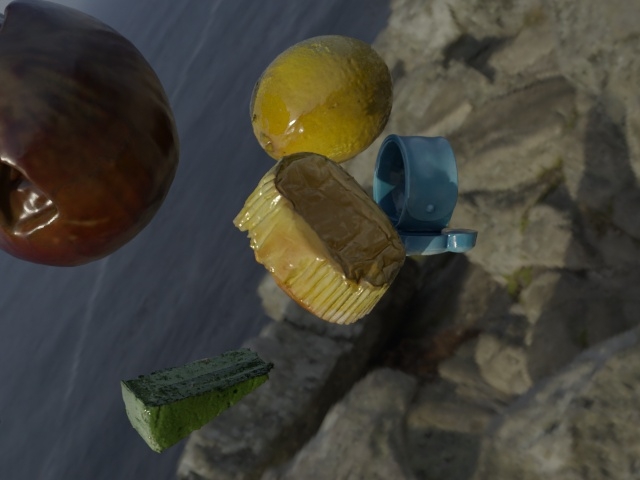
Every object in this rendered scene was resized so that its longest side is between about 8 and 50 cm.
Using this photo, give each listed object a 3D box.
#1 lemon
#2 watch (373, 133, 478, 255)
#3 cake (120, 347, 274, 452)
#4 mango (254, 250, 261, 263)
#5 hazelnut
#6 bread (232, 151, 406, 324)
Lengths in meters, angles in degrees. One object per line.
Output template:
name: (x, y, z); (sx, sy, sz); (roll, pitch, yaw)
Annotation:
lemon: (0.003, -0.245, 1.925); (0.236, 0.236, 0.263); (-42, 3, 43)
watch: (0.146, -0.074, 1.756); (0.211, 0.211, 0.193); (-161, 72, -72)
cake: (-0.194, 0.250, 1.741); (0.100, 0.235, 0.099); (37, 133, 46)
mango: (-0.087, 0.021, 2.054); (0.060, 0.089, 0.046); (-4, 93, 46)
hazelnut: (-0.417, -0.175, 1.766); (0.402, 0.402, 0.429); (-42, 43, 42)
bread: (0.000, 0.000, 1.586); (0.179, 0.250, 0.133); (-38, -9, -44)
